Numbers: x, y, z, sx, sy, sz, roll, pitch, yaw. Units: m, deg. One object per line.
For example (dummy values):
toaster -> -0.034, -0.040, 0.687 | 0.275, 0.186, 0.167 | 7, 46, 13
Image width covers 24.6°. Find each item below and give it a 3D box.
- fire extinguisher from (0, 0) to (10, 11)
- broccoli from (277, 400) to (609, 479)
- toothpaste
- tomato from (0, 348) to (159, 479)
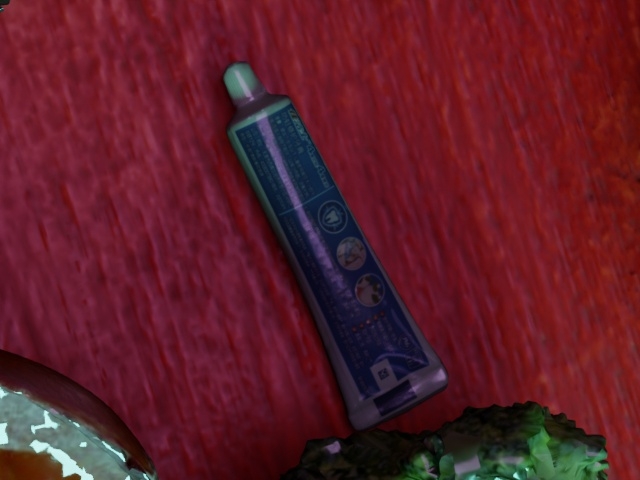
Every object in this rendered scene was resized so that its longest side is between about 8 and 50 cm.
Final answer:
fire extinguisher -> -0.224, -0.119, 0.672 | 0.158, 0.043, 0.064 | -9, 133, -15
broccoli -> 0.037, 0.179, 0.662 | 0.176, 0.226, 0.198 | -7, 104, 27
toothpaste -> 0.000, 0.000, 0.735 | 0.057, 0.035, 0.197 | -27, 98, -6
tomato -> -0.170, 0.107, 0.623 | 0.228, 0.112, 0.199 | 12, 120, -17
